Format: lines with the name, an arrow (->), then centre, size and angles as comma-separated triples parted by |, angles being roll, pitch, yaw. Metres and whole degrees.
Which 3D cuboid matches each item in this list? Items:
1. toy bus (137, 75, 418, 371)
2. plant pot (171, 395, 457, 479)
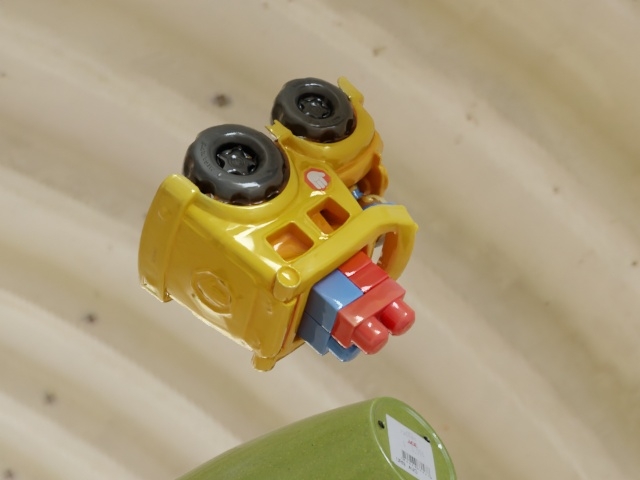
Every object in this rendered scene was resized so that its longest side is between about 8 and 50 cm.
toy bus -> 0.000, 0.000, 1.259 | 0.211, 0.220, 0.149 | 38, -40, 20
plant pot -> 0.001, 0.308, 1.768 | 0.293, 0.275, 0.275 | -39, -103, 24
